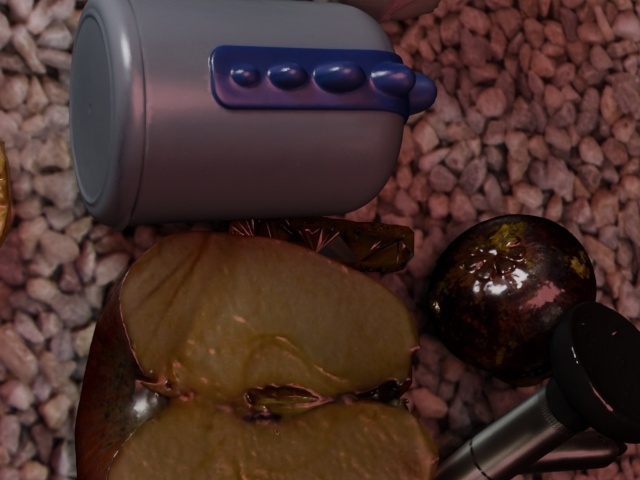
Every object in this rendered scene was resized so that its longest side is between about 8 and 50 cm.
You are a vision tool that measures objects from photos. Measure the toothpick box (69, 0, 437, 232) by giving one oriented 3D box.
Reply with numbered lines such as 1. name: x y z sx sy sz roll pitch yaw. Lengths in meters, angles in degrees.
1. toothpick box: -0.062 -0.138 1.358 0.355 0.263 0.263 -2 85 -23

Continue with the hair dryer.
1. hair dryer: 0.277 0.190 1.476 0.284 0.320 0.155 -20 70 -43

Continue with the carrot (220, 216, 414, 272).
1. carrot: 0.000 0.001 1.474 0.229 0.069 0.069 6 83 -21

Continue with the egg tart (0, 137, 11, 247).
1. egg tart: -0.451 -0.059 1.272 0.319 0.128 0.319 3 81 -21

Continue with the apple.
1. apple: -0.063 0.173 1.320 0.365 0.295 0.328 1 111 -24

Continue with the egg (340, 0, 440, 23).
1. egg: 0.067 -0.360 1.424 0.206 0.162 0.271 24 114 -2

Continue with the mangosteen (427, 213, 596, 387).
1. mangosteen: 0.228 0.079 1.504 0.192 0.192 0.217 -49 133 -18
